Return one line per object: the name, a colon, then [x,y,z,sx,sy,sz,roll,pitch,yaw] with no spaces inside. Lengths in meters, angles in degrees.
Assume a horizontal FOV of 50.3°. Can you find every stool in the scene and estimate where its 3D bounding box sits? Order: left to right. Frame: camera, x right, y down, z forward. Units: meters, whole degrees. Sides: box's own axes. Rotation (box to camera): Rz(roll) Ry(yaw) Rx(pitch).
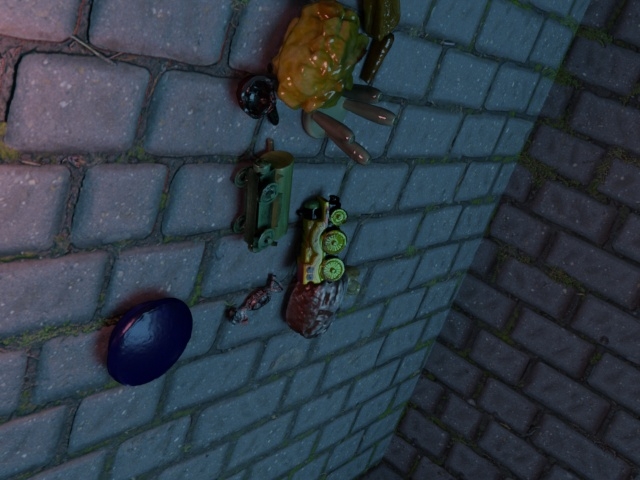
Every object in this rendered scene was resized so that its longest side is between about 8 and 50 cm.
stool: [0.083,-0.350,1.948,0.195,0.199,0.195,-57,153,-4]

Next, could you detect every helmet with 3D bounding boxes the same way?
helmet: [-0.166,-0.363,1.683,0.098,0.070,0.123,-36,139,-17]

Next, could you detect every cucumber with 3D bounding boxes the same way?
cucumber: [-0.131,-0.350,1.789,0.032,0.032,0.133,-47,148,-19]

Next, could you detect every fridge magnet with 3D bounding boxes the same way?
fridge magnet: [-0.450,0.262,1.797,0.265,0.113,0.265,-38,145,-33]

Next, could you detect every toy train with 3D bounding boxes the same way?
toy train: [-0.140,-0.102,1.893,0.189,0.126,0.307,-24,138,-33]
toy train: [0.000,0.000,2.194,0.161,0.100,0.296,-2,106,-17]

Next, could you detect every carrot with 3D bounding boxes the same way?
carrot: [0.168,-0.550,2.042,0.055,0.055,0.161,-5,128,-55]

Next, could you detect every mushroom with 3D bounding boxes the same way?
mushroom: [0.090,0.157,2.516,0.148,0.112,0.148,-43,147,-38]

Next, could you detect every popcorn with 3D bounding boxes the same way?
popcorn: [-0.004,-0.452,1.703,0.286,0.215,0.252,-60,-177,-4]

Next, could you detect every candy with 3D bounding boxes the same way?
candy: [-0.204,0.192,2.169,0.226,0.051,0.094,-38,142,-32]
candy: [-0.008,0.209,2.375,0.214,0.157,0.289,-10,126,-49]

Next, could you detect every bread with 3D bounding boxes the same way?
bread: [0.167,-0.692,1.877,0.139,0.077,0.271,-50,151,-22]

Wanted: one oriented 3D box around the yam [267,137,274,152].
yam: [-0.140,-0.231,1.899,0.021,0.021,0.116,-33,140,-38]
